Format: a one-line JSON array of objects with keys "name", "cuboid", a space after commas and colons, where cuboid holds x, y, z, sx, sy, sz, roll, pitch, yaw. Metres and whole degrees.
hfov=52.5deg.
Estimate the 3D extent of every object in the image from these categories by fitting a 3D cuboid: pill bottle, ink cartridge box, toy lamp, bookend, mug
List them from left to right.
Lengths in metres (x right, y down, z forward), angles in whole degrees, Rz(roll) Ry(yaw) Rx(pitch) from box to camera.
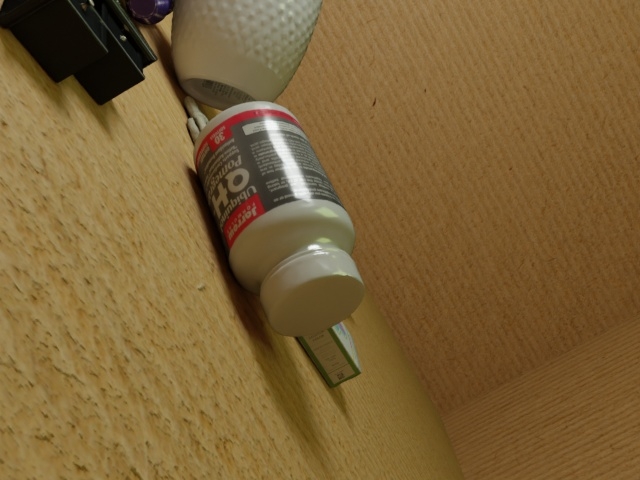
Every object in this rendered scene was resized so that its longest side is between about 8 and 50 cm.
[{"name": "bookend", "cuboid": [-0.238, -0.205, 0.668, 0.156, 0.072, 0.157, 57, 7, -39]}, {"name": "toy lamp", "cuboid": [-0.314, -0.450, 1.216, 0.080, 0.080, 0.275, 59, 6, -24]}, {"name": "mug", "cuboid": [-0.171, -0.425, 1.300, 0.276, 0.328, 0.374, 19, -11, -27]}, {"name": "pill bottle", "cuboid": [-0.057, -0.032, 0.905, 0.318, 0.176, 0.176, 64, 6, 36]}, {"name": "ink cartridge box", "cuboid": [-0.011, 0.134, 1.091, 0.209, 0.062, 0.109, 58, 7, -23]}]

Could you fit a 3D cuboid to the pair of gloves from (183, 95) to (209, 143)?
[{"name": "pair of gloves", "cuboid": [-0.164, -0.136, 1.184, 0.240, 0.042, 0.204, 58, 6, -38]}]
